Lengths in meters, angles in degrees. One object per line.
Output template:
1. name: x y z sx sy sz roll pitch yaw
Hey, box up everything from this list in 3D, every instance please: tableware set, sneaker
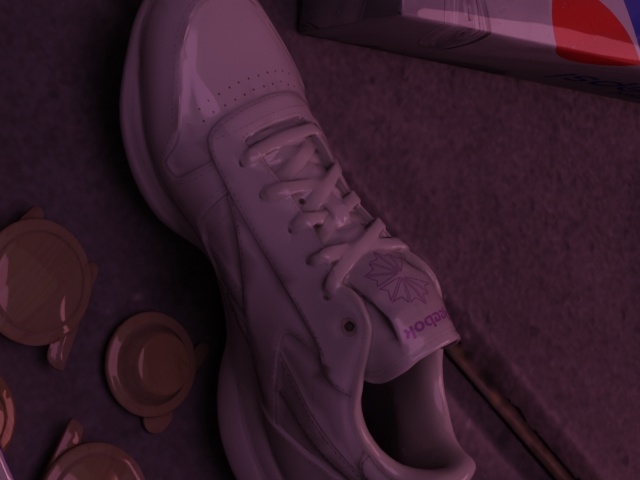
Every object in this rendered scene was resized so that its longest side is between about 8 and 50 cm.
1. tableware set: -0.130 0.077 0.976 0.168 0.020 0.141 41 66 -28
2. sneaker: 0.000 0.000 0.991 0.114 0.152 0.305 -30 106 -43

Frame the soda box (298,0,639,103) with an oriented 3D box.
1. soda box: 0.129 -0.145 1.131 0.286 0.098 0.091 7 84 -37

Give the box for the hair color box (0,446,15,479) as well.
1. hair color box: -0.304 0.122 0.789 0.339 0.110 0.185 -29 104 -35
